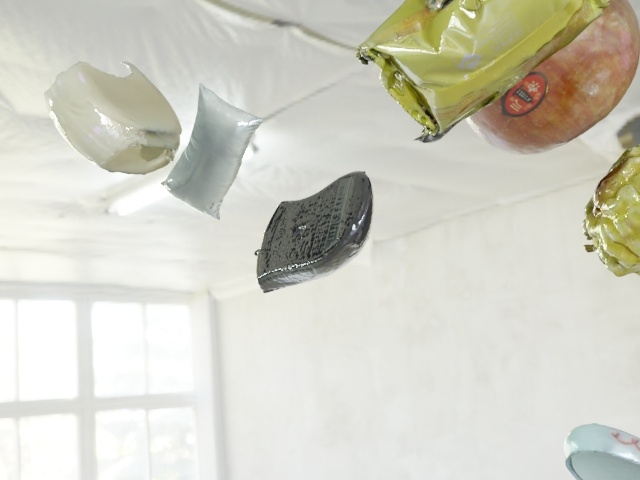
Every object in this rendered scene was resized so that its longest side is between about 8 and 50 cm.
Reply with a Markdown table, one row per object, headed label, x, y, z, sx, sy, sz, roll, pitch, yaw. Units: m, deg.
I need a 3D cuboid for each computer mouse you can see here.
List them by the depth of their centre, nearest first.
| label | x | y | z | sx | sy | sz | roll | pitch | yaw |
| --- | --- | --- | --- | --- | --- | --- | --- | --- | --- |
| computer mouse | 0.000 | 0.000 | 1.244 | 0.088 | 0.147 | 0.264 | 34 | -30 | -30 |

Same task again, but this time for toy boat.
| label | x | y | z | sx | sy | sz | roll | pitch | yaw |
| --- | --- | --- | --- | --- | --- | --- | --- | --- | --- |
| toy boat | 0.473 | 0.344 | 1.366 | 0.207 | 0.079 | 0.134 | 25 | -37 | 9 |

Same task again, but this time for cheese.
| label | x | y | z | sx | sy | sz | roll | pitch | yaw |
| --- | --- | --- | --- | --- | --- | --- | --- | --- | --- |
| cheese | -0.394 | -0.240 | 1.738 | 0.127 | 0.233 | 0.266 | -43 | -22 | 24 |

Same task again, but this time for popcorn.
| label | x | y | z | sx | sy | sz | roll | pitch | yaw |
| --- | --- | --- | --- | --- | --- | --- | --- | --- | --- |
| popcorn | 0.452 | -0.037 | 1.199 | 0.169 | 0.189 | 0.218 | 34 | 32 | 23 |

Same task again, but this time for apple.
| label | x | y | z | sx | sy | sz | roll | pitch | yaw |
| --- | --- | --- | --- | --- | --- | --- | --- | --- | --- |
| apple | 0.339 | -0.293 | 1.412 | 0.250 | 0.277 | 0.309 | 33 | -65 | -31 |

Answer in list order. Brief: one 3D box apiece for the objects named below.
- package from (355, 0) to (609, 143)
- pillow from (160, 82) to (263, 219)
| label | x | y | z | sx | sy | sz | roll | pitch | yaw |
| --- | --- | --- | --- | --- | --- | --- | --- | --- | --- |
| package | 0.145 | -0.186 | 0.776 | 0.226 | 0.090 | 0.168 | -35 | -35 | 13 |
| pillow | -0.214 | -0.167 | 1.713 | 0.078 | 0.144 | 0.254 | -34 | -23 | -53 |
